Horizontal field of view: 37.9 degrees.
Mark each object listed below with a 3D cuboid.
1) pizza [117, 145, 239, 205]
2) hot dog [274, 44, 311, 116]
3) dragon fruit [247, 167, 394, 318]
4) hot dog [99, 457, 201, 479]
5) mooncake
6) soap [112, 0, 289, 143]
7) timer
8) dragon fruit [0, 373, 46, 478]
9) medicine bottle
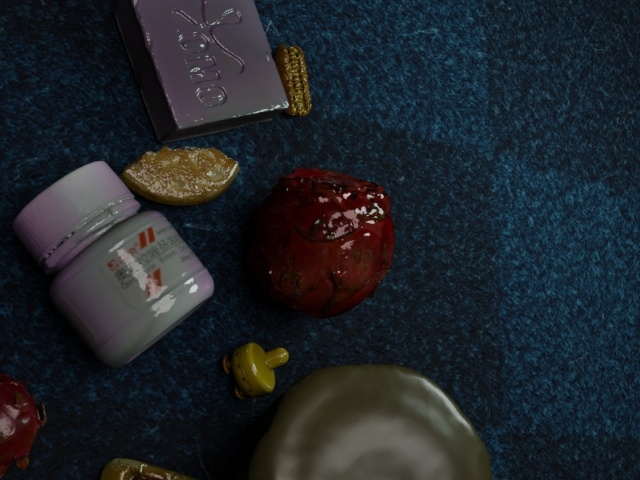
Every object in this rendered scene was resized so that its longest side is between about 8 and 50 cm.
[{"bbox_3d":[-0.271,-0.124,1.809,0.246,0.058,0.127,-19,89,-33],"label":"pizza"},{"bbox_3d":[-0.060,-0.343,2.009,0.071,0.045,0.165,-2,77,-35],"label":"hot dog"},{"bbox_3d":[0.000,0.000,1.810,0.295,0.295,0.302,25,92,-25],"label":"dragon fruit"},{"bbox_3d":[-0.272,0.449,1.650,0.242,0.073,0.084,25,60,-26],"label":"hot dog"},{"bbox_3d":[0.066,0.457,1.686,0.467,0.262,0.467,7,62,-12],"label":"mooncake"},{"bbox_3d":[-0.235,-0.364,1.870,0.285,0.107,0.296,-20,89,-37],"label":"soap"},{"bbox_3d":[-0.118,0.244,1.779,0.107,0.109,0.107,59,14,-25],"label":"timer"},{"bbox_3d":[-0.515,0.301,1.499,0.136,0.133,0.166,11,82,-21],"label":"dragon fruit"},{"bbox_3d":[-0.358,0.039,1.600,0.241,0.241,0.302,-39,90,-34],"label":"medicine bottle"}]
